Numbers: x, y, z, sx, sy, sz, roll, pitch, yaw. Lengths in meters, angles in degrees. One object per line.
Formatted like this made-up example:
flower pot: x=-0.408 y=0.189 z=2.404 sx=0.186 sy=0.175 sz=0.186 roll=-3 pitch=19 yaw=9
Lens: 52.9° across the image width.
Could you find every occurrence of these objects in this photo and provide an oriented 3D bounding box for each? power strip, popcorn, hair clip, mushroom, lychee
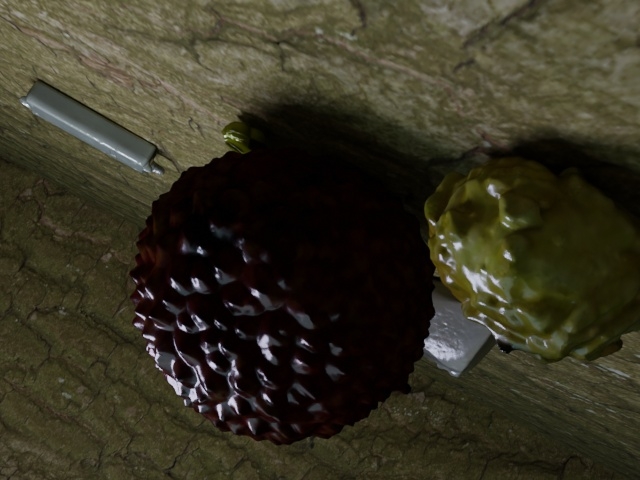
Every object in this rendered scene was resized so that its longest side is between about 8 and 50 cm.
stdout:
power strip: x=-0.493 y=-0.241 z=1.421 sx=0.338 sy=0.058 sz=0.098 roll=30 pitch=167 yaw=-10
popcorn: x=0.224 y=0.035 z=0.673 sx=0.266 sy=0.192 sz=0.233 roll=47 pitch=163 yaw=-29
hair clip: x=-0.101 y=-0.139 z=1.011 sx=0.072 sy=0.046 sz=0.173 roll=12 pitch=164 yaw=21
mushroom: x=0.201 y=0.146 z=1.315 sx=0.137 sy=0.154 sz=0.407 roll=-16 pitch=-155 yaw=-40
lychee: x=-0.030 y=0.089 z=0.935 sx=0.500 sy=0.424 sz=0.424 roll=35 pitch=166 yaw=-18
